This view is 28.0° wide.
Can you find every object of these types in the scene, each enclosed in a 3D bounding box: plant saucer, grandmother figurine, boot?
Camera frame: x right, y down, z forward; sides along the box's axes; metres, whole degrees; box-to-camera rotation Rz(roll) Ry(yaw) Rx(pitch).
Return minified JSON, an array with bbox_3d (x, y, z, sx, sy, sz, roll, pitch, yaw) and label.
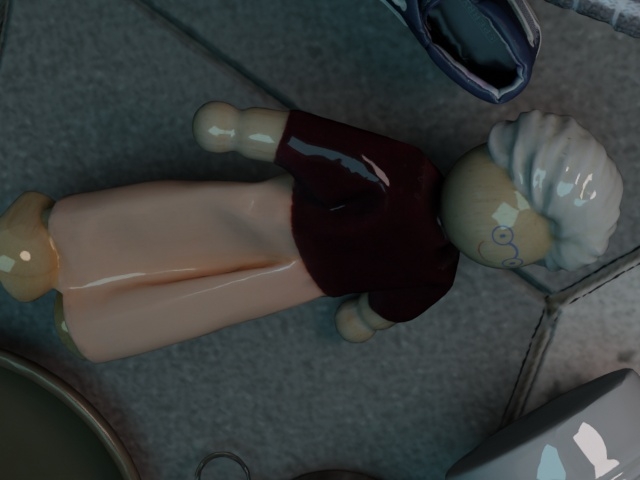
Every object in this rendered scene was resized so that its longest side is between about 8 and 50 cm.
[{"bbox_3d":[-0.246,0.187,0.887,0.278,0.041,0.277,3,110,8],"label":"plant saucer"},{"bbox_3d":[0.000,0.000,0.727,0.342,0.104,0.208,-11,150,21],"label":"grandmother figurine"},{"bbox_3d":[0.051,-0.157,0.690,0.190,0.086,0.069,44,110,-7],"label":"boot"}]

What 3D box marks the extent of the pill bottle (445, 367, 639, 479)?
[{"bbox_3d":[0.206,0.242,0.737,0.176,0.176,0.318,-32,85,18],"label":"pill bottle"}]

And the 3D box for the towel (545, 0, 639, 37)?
[{"bbox_3d":[0.080,-0.232,0.552,0.284,0.121,0.235,23,116,19],"label":"towel"}]

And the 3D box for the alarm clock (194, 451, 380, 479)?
[{"bbox_3d":[-0.006,0.208,0.838,0.192,0.064,0.129,39,105,6],"label":"alarm clock"}]
